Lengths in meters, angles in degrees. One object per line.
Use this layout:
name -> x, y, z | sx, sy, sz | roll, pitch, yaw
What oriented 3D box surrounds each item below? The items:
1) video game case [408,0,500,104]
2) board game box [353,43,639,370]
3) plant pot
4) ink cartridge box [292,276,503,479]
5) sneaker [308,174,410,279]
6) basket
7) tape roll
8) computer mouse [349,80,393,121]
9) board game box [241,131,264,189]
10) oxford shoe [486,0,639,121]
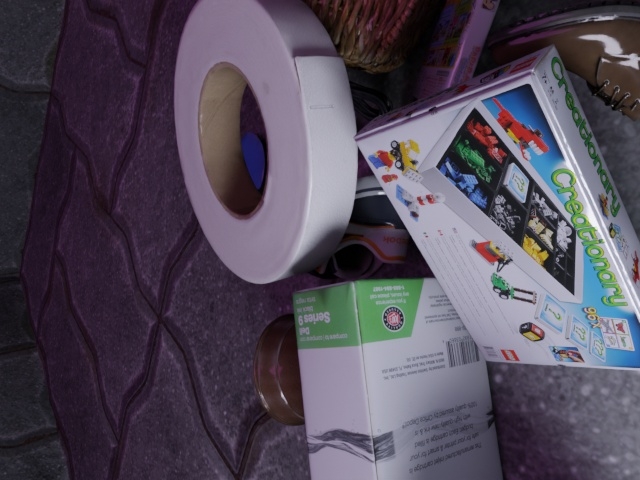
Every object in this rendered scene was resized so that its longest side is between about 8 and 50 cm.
video game case -> 0.148, -0.217, 0.621 | 0.227, 0.026, 0.207 | -81, 8, -72
board game box -> 0.183, -0.004, 0.517 | 0.193, 0.053, 0.305 | -10, 119, 50
plant pot -> 0.020, 0.181, 0.774 | 0.165, 0.167, 0.167 | -14, 78, 42
ink cartridge box -> 0.092, 0.192, 0.631 | 0.121, 0.211, 0.289 | -16, 76, 49
sneaker -> 0.000, 0.000, 0.820 | 0.321, 0.126, 0.128 | -15, 76, 50
basket -> 0.085, -0.391, 0.754 | 0.213, 0.223, 0.299 | 20, 106, 16
tape roll -> -0.094, -0.135, 0.736 | 0.392, 0.072, 0.392 | 25, 121, 50
computer mouse -> 0.025, -0.142, 0.841 | 0.184, 0.060, 0.262 | 27, 133, 17
board game box -> -0.149, -0.130, 1.082 | 0.168, 0.033, 0.133 | -36, 57, 38
oxford shoe -> 0.260, -0.155, 0.475 | 0.227, 0.083, 0.096 | 7, 103, 17
